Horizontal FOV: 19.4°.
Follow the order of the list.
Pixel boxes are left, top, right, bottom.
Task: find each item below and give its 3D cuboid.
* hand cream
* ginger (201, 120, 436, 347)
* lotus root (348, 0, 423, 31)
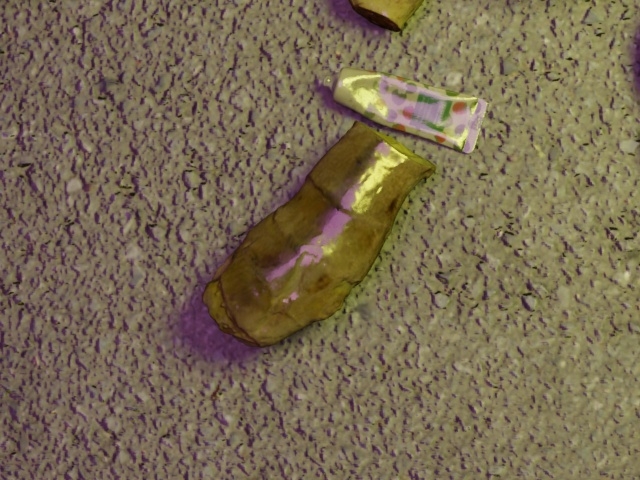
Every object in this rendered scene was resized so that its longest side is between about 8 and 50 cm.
[{"bbox_3d":[0.082,-0.137,1.868,0.165,0.037,0.057,18,90,8],"label":"hand cream"},{"bbox_3d":[0.000,0.000,1.838,0.263,0.116,0.109,-48,117,1],"label":"ginger"},{"bbox_3d":[0.079,-0.339,1.851,0.110,0.097,0.258,13,95,14],"label":"lotus root"}]
